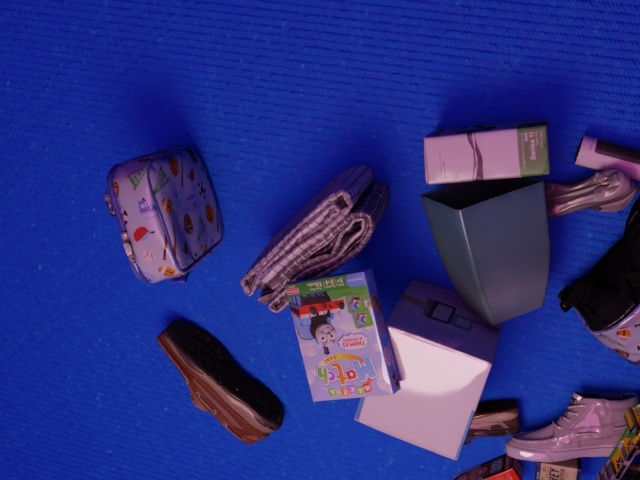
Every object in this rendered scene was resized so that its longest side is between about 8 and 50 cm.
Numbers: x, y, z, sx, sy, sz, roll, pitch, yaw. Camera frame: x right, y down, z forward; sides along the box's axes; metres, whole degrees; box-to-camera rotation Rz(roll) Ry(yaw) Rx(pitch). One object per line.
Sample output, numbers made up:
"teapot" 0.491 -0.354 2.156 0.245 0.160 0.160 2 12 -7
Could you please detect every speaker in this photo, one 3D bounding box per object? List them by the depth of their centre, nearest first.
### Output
"speaker" 0.517 -0.142 1.415 0.136 0.055 0.055 18 109 12

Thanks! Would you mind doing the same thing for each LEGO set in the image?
"LEGO set" 0.657 0.446 1.411 0.331 0.192 0.255 20 121 -10

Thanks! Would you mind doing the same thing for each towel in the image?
"towel" 0.000 0.000 1.511 0.121 0.235 0.283 45 112 -6

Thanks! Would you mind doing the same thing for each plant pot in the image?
"plant pot" 0.306 0.016 1.441 0.165 0.166 0.234 -18 107 -12

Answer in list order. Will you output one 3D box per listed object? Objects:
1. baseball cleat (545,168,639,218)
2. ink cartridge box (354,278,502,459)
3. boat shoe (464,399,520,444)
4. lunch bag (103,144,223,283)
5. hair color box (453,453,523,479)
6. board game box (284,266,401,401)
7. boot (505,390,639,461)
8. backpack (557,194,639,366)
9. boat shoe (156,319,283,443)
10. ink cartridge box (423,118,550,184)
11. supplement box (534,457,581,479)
"baseball cleat" 0.463 -0.068 1.442 0.206 0.109 0.072 -12 63 45
"ink cartridge box" 0.208 0.225 1.490 0.197 0.270 0.198 19 109 12
"boat shoe" 0.288 0.372 1.610 0.223 0.080 0.073 -13 97 14
"lunch bag" -0.290 -0.049 1.544 0.114 0.303 0.243 -11 102 15
"hair color box" 0.336 0.483 1.631 0.141 0.072 0.043 -31 95 21
"board game box" 0.037 0.163 1.375 0.160 0.039 0.212 -12 95 30
"boot" 0.481 0.347 1.545 0.258 0.095 0.123 -6 97 6
"backpack" 0.556 0.090 1.355 0.213 0.263 0.276 35 111 5
"boat shoe" -0.230 0.314 1.726 0.324 0.122 0.120 44 115 2
"ink cartridge box" 0.295 -0.158 1.423 0.208 0.153 0.087 -4 102 16
"supplement box" 0.463 0.444 1.576 0.083 0.083 0.056 6 105 16
